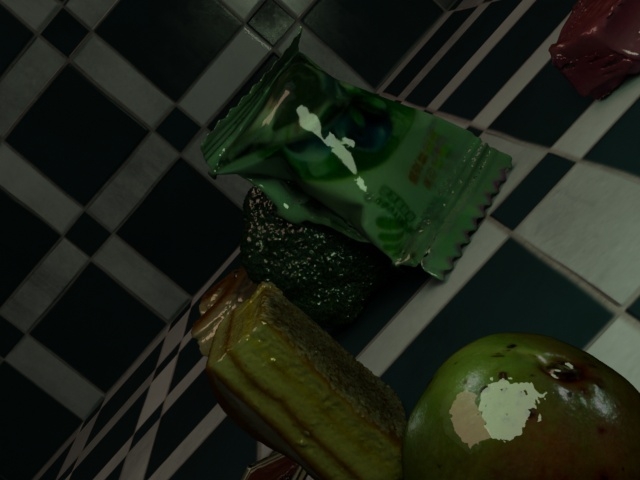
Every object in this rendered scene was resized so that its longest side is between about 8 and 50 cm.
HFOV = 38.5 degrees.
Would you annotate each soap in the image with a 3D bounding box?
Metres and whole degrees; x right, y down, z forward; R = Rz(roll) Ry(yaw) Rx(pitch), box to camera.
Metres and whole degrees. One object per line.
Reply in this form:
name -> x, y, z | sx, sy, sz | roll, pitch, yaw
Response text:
soap -> 0.436, -0.324, 1.255 | 0.289, 0.112, 0.182 | -50, 8, 1

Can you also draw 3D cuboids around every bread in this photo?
bread -> -0.131, 0.138, 1.773 | 0.192, 0.171, 0.314 | -46, 11, 2
bread -> -0.013, 0.168, 1.000 | 0.110, 0.234, 0.184 | -46, 10, 7

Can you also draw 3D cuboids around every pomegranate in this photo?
pomegranate -> 0.136, 0.168, 0.631 | 0.180, 0.180, 0.209 | -64, -12, -54

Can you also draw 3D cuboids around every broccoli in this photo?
broccoli -> 0.000, 0.000, 1.548 | 0.297, 0.297, 0.297 | -51, -11, -8

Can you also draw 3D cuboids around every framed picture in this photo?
framed picture -> -0.102, 0.379, 1.218 | 0.216, 0.016, 0.273 | -39, 15, 46

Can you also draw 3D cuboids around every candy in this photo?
candy -> 0.061, -0.120, 1.347 | 0.263, 0.398, 0.172 | -60, -11, -18
